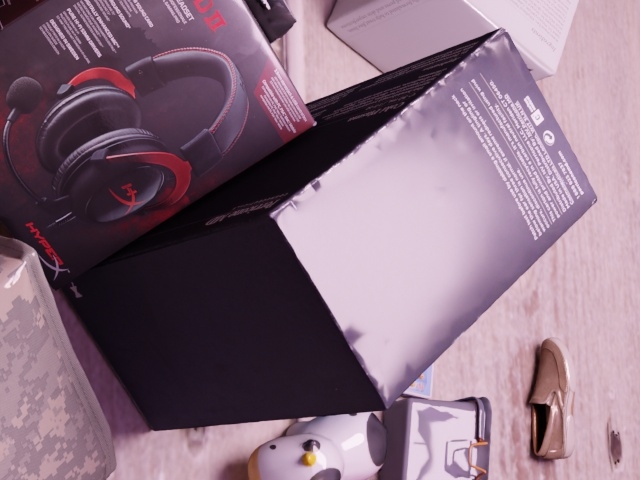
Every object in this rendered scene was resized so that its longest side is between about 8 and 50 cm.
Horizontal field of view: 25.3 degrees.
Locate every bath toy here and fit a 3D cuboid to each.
[{"bbox_3d":[0.032,0.276,1.342,0.151,0.129,0.348,-22,95,-27],"label":"bath toy"}]

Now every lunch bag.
[{"bbox_3d":[-0.298,0.157,1.087,0.235,0.169,0.287,-43,135,-33],"label":"lunch bag"}]

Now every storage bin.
[{"bbox_3d":[0.115,0.220,1.447,0.091,0.098,0.135,12,73,-24],"label":"storage bin"}]

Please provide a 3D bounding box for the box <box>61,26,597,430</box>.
[{"bbox_3d":[0.000,0.000,1.243,0.312,0.343,0.179,-39,105,-35],"label":"box"}]

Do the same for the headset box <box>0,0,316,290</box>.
[{"bbox_3d":[-0.161,-0.134,1.176,0.293,0.110,0.218,-32,120,-1],"label":"headset box"}]

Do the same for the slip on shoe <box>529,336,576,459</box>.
[{"bbox_3d":[0.254,0.175,1.587,0.041,0.051,0.135,1,85,-25],"label":"slip on shoe"}]

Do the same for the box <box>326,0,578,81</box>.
[{"bbox_3d":[0.140,-0.244,1.501,0.182,0.181,0.119,35,61,-27],"label":"box"}]

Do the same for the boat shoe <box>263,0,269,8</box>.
[{"bbox_3d":[-0.068,-0.312,1.403,0.306,0.113,0.105,-52,126,-23],"label":"boat shoe"}]

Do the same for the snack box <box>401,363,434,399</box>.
[{"bbox_3d":[0.094,0.075,1.500,0.064,0.022,0.178,17,70,-35],"label":"snack box"}]
